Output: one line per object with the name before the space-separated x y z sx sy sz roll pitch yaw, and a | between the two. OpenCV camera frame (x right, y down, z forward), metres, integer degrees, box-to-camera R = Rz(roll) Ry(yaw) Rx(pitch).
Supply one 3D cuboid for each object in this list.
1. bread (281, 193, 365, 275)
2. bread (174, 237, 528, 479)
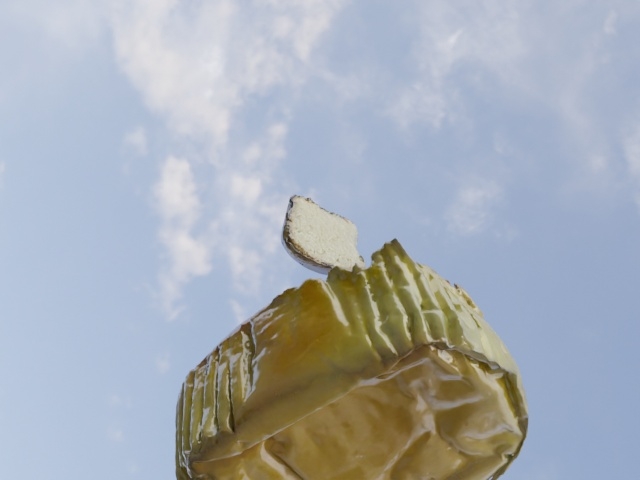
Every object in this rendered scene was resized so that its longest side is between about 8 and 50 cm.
bread | 0.000 0.000 1.021 0.044 0.129 0.126 -52 -155 39
bread | 0.013 0.121 0.529 0.250 0.133 0.179 -35 -64 10
